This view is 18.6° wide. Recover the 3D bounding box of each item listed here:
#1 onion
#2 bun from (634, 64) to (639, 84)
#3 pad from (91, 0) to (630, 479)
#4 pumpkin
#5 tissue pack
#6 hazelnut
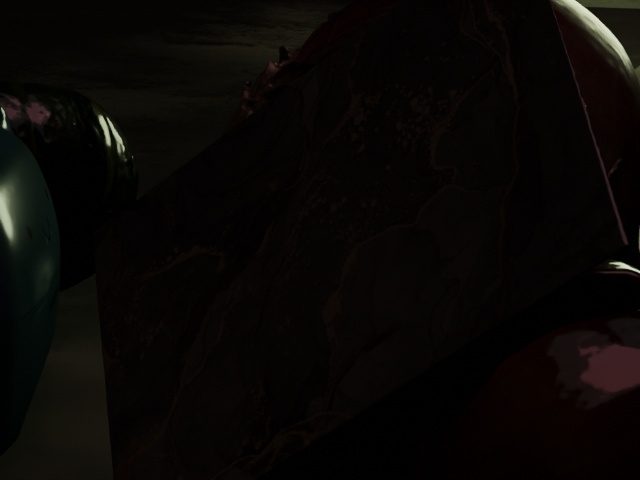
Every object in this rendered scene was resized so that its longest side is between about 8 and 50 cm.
[{"bbox_3d":[0.060,-0.012,1.301,0.354,0.353,0.353,1,15,0],"label":"onion"},{"bbox_3d":[0.388,-0.111,2.070,0.173,0.120,0.173,17,32,-11],"label":"bun"},{"bbox_3d":[0.000,0.000,1.110,0.007,0.367,0.247,29,38,-39],"label":"pad"},{"bbox_3d":[-0.261,-0.034,1.595,0.238,0.159,0.238,-1,-17,0],"label":"pumpkin"},{"bbox_3d":[-0.283,0.022,1.350,0.198,0.206,0.287,0,14,0],"label":"tissue pack"},{"bbox_3d":[0.153,0.121,1.048,0.217,0.217,0.251,1,14,0],"label":"hazelnut"}]
